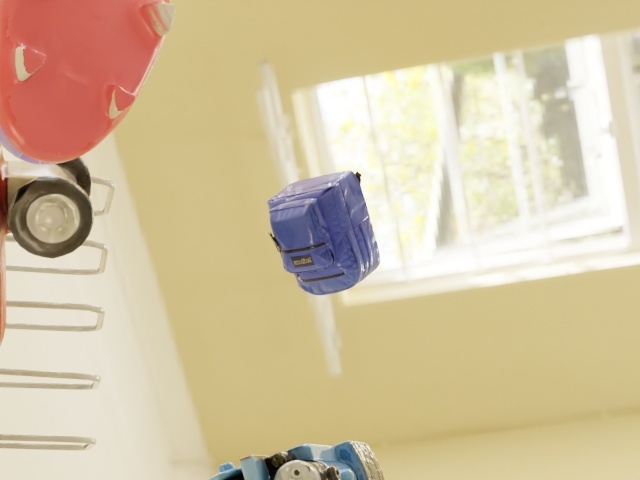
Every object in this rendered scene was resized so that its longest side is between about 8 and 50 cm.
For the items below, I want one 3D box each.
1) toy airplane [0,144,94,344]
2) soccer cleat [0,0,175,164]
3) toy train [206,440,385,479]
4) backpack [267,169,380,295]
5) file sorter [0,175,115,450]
[{"bbox_3d":[-0.347,-0.131,1.018,0.386,0.272,0.384,76,172,-62],"label":"toy airplane"},{"bbox_3d":[-0.116,-0.145,0.652,0.083,0.095,0.248,20,-112,-39],"label":"soccer cleat"},{"bbox_3d":[-0.017,0.198,1.120,0.080,0.105,0.184,70,-166,17],"label":"toy train"},{"bbox_3d":[0.000,0.000,1.547,0.101,0.098,0.120,-38,-67,-48],"label":"backpack"},{"bbox_3d":[-0.306,0.078,1.463,0.193,0.173,0.277,136,137,-75],"label":"file sorter"}]
